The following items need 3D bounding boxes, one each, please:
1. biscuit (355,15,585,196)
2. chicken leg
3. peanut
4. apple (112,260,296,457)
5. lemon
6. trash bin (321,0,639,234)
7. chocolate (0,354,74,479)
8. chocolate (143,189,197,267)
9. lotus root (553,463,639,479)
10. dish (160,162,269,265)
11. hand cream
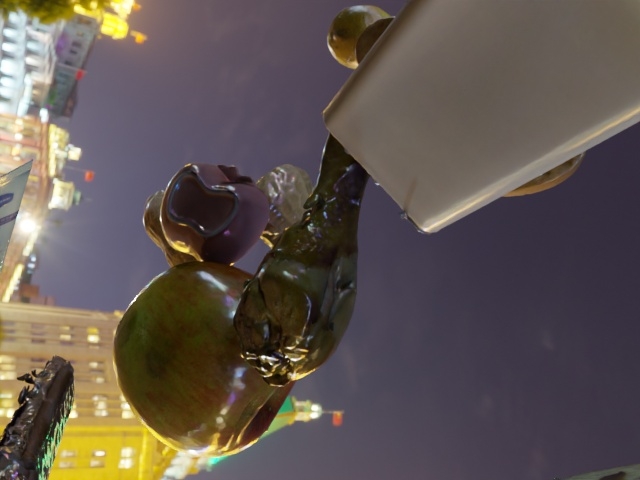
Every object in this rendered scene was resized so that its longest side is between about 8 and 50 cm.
[{"bbox_3d":[0.189,-0.223,0.812,0.288,0.057,0.343,-2,-81,14],"label":"biscuit"},{"bbox_3d":[0.000,0.000,0.917,0.153,0.201,0.429,19,-92,15],"label":"chicken leg"},{"bbox_3d":[-0.060,-0.040,1.395,0.110,0.233,0.196,-14,-152,42],"label":"peanut"},{"bbox_3d":[-0.197,0.204,1.178,0.340,0.340,0.339,-22,-117,52],"label":"apple"},{"bbox_3d":[0.074,-0.349,1.134,0.109,0.133,0.109,21,-65,55],"label":"lemon"},{"bbox_3d":[0.176,-0.201,0.598,0.368,0.296,0.256,-39,-172,45],"label":"trash bin"},{"bbox_3d":[-0.280,0.191,0.635,0.329,0.065,0.102,-162,-88,-73],"label":"chocolate"},{"bbox_3d":[-0.312,-0.011,1.500,0.309,0.134,0.134,44,-62,41],"label":"chocolate"},{"bbox_3d":[0.304,0.398,0.708,0.149,0.267,0.260,130,-52,-71],"label":"lotus root"},{"bbox_3d":[-0.209,-0.059,1.222,0.090,0.214,0.213,46,44,-76],"label":"dish"},{"bbox_3d":[-0.556,-0.015,1.101,0.067,0.109,0.320,43,-47,3],"label":"hand cream"}]
